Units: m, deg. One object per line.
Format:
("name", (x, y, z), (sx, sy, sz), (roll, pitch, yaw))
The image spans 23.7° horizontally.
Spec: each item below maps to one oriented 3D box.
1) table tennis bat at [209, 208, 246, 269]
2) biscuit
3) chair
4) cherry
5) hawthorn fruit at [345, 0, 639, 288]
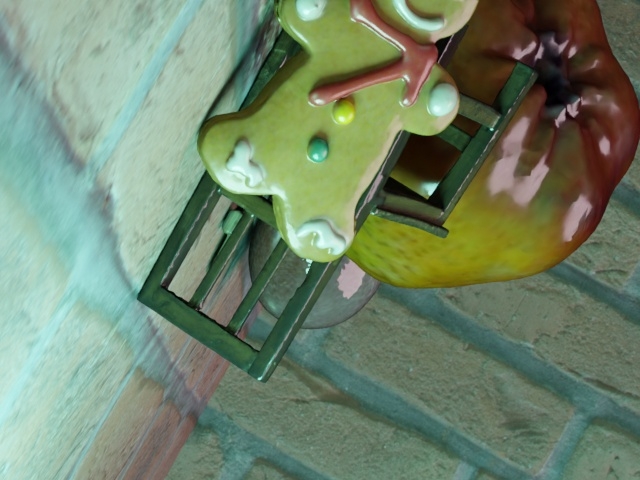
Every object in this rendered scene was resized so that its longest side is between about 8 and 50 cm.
("table tennis bat", (-0.114, -0.019, 2.097), (0.154, 0.021, 0.274), (-61, 180, -2))
("biscuit", (0.037, -0.158, 1.436), (0.340, 0.216, 0.047), (-51, -155, -2))
("chair", (0.022, -0.063, 1.650), (0.416, 0.203, 0.240), (-61, 156, 7))
("cherry", (0.000, 0.000, 2.433), (0.261, 0.221, 0.308), (-61, 161, -56))
("hawthorn fruit", (0.168, -0.157, 1.982), (0.472, 0.471, 0.472), (-61, 177, -5))
